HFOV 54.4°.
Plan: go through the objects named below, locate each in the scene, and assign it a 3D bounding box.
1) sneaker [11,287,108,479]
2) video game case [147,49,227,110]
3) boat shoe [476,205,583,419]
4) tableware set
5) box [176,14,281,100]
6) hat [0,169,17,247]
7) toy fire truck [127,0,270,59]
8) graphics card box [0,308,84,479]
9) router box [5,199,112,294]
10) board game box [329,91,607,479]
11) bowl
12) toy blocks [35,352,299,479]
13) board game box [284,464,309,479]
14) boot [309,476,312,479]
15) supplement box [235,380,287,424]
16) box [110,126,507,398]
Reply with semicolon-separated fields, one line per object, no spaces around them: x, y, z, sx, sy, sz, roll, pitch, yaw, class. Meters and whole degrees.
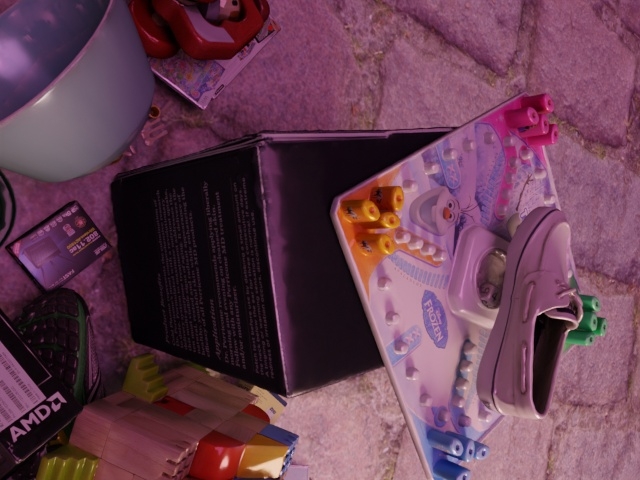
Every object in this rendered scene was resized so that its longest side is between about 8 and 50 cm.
-0.374;0.241;0.917;0.146;0.134;0.344;-6;96;-74;sneaker
-0.223;-0.288;1.039;0.122;0.011;0.087;36;69;-30;video game case
0.269;0.083;0.753;0.096;0.088;0.268;34;72;-32;boat shoe
-0.324;-0.186;1.004;0.154;0.024;0.104;-37;110;-30;tableware set
-0.171;-0.357;1.108;0.114;0.036;0.207;49;64;-25;box
-0.463;-0.040;0.802;0.173;0.183;0.208;-48;116;-27;hat
-0.197;-0.425;0.987;0.254;0.169;0.302;-21;80;-49;toy fire truck
-0.450;0.110;0.707;0.371;0.233;0.094;50;43;-2;graphics card box
-0.394;0.011;0.942;0.122;0.038;0.092;-44;115;-28;router box
0.225;0.049;0.807;0.390;0.050;0.390;-31;109;-32;board game box
-0.351;-0.200;0.845;0.312;0.311;0.163;-60;140;-20;bowl
-0.157;0.291;0.872;0.381;0.260;0.191;0;108;-77;toy blocks
-0.176;0.511;0.977;0.318;0.066;0.318;13;62;-21;board game box
-0.057;0.503;1.190;0.118;0.042;0.087;-39;105;-31;boot
-0.122;0.302;1.128;0.083;0.056;0.083;49;64;-25;supplement box
0.000;0.000;0.962;0.479;0.471;0.298;-9;97;-36;box
